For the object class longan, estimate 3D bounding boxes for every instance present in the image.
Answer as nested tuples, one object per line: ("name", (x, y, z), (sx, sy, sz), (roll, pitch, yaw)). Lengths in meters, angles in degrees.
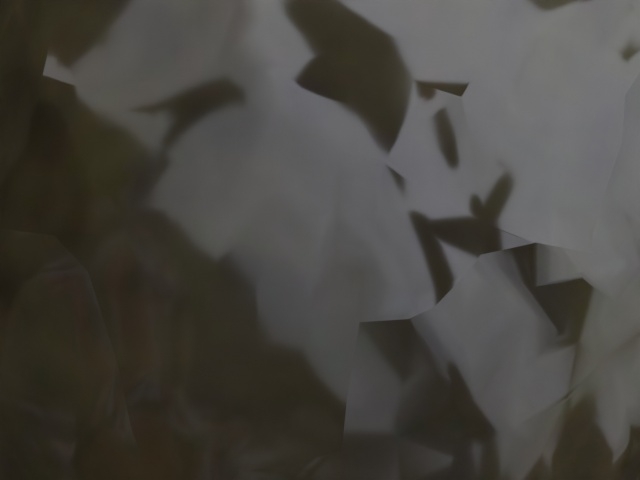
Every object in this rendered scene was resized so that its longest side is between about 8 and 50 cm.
("longan", (0.000, 0.000, 0.754), (0.391, 0.391, 0.391), (24, 40, -22))
